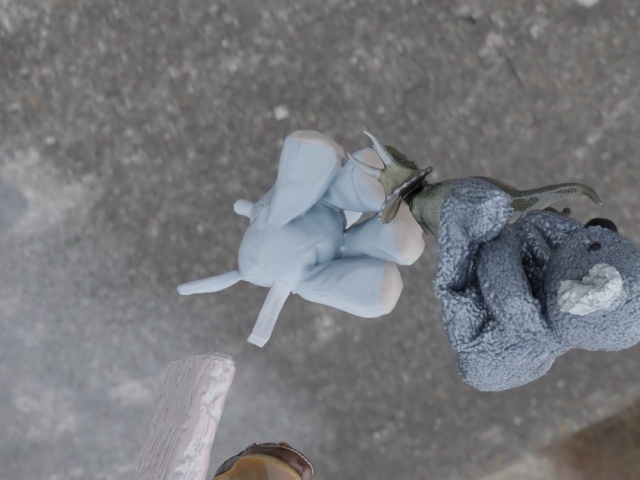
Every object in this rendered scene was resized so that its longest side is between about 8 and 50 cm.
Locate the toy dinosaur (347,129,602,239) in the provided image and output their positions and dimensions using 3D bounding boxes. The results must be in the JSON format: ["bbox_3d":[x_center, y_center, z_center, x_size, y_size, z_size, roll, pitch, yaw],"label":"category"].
[{"bbox_3d":[0.173,-0.030,1.859,0.160,0.313,0.121,14,91,-38],"label":"toy dinosaur"}]

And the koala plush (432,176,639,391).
[{"bbox_3d":[0.243,0.054,1.618,0.221,0.203,0.196,2,168,42],"label":"koala plush"}]

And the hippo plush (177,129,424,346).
[{"bbox_3d":[0.000,0.000,2.143,0.234,0.236,0.294,35,93,-4],"label":"hippo plush"}]

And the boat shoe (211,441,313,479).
[{"bbox_3d":[-0.062,0.258,1.886,0.073,0.073,0.207,-42,-171,-30],"label":"boat shoe"}]

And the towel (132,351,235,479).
[{"bbox_3d":[-0.204,0.317,2.234,0.053,0.332,0.317,18,170,-12],"label":"towel"}]
